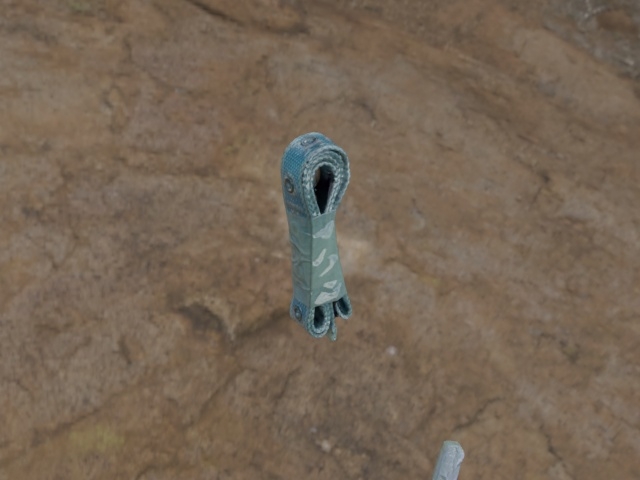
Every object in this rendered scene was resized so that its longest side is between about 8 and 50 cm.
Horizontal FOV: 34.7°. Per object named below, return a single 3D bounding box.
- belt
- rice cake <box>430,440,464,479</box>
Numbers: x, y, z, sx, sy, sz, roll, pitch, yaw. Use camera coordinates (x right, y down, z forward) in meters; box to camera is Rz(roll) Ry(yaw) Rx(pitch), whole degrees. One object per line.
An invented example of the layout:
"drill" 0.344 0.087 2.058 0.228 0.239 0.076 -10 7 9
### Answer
"belt" 0.000 0.000 1.400 0.087 0.302 0.072 -20 34 -28
"rice cake" 0.148 0.349 1.330 0.030 0.042 0.180 18 91 -4
